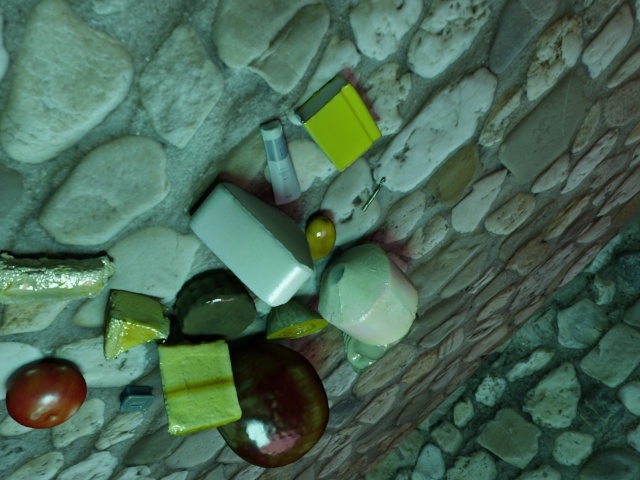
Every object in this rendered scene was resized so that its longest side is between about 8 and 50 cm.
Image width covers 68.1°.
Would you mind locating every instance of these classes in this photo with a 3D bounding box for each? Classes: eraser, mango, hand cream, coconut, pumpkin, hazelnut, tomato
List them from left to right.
[{"bbox_3d":[-0.733,0.420,1.276,0.195,0.136,0.195,-21,136,-21],"label":"tomato"},{"bbox_3d":[-0.178,-0.011,1.228,0.150,0.331,0.331,-46,139,11],"label":"eraser"},{"bbox_3d":[-0.177,0.537,1.572,0.353,0.420,0.421,-33,142,18],"label":"hazelnut"},{"bbox_3d":[-0.103,-0.194,1.237,0.080,0.048,0.255,-22,140,-10],"label":"hand cream"},{"bbox_3d":[-0.092,0.269,1.619,0.218,0.110,0.217,-19,155,-9],"label":"pumpkin"},{"bbox_3d":[0.000,0.000,1.462,0.102,0.084,0.184,-20,142,-19],"label":"mango"},{"bbox_3d":[0.052,-0.299,1.232,0.158,0.069,0.226,-42,140,3],"label":"eraser"},{"bbox_3d":[0.142,0.174,1.571,0.297,0.297,0.309,-43,125,5],"label":"coconut"}]

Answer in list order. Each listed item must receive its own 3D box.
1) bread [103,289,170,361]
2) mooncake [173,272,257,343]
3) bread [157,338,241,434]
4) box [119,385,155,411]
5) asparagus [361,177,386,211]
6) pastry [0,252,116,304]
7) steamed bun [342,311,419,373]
[{"bbox_3d":[-0.495,0.236,1.276,0.160,0.140,0.169,7,126,-28],"label":"bread"},{"bbox_3d":[-0.312,0.200,1.394,0.229,0.124,0.228,-20,141,-17],"label":"mooncake"},{"bbox_3d":[-0.426,0.454,1.374,0.362,0.233,0.245,-32,155,36],"label":"bread"},{"bbox_3d":[-0.592,0.506,1.521,0.099,0.054,0.074,20,112,-45],"label":"box"},{"bbox_3d":[0.170,-0.145,1.502,0.018,0.015,0.127,12,119,-44],"label":"asparagus"},{"bbox_3d":[-0.614,0.091,1.102,0.259,0.089,0.121,5,136,-35],"label":"pastry"},{"bbox_3d":[0.215,0.334,1.838,0.324,0.219,0.309,-25,160,-53],"label":"steamed bun"}]
